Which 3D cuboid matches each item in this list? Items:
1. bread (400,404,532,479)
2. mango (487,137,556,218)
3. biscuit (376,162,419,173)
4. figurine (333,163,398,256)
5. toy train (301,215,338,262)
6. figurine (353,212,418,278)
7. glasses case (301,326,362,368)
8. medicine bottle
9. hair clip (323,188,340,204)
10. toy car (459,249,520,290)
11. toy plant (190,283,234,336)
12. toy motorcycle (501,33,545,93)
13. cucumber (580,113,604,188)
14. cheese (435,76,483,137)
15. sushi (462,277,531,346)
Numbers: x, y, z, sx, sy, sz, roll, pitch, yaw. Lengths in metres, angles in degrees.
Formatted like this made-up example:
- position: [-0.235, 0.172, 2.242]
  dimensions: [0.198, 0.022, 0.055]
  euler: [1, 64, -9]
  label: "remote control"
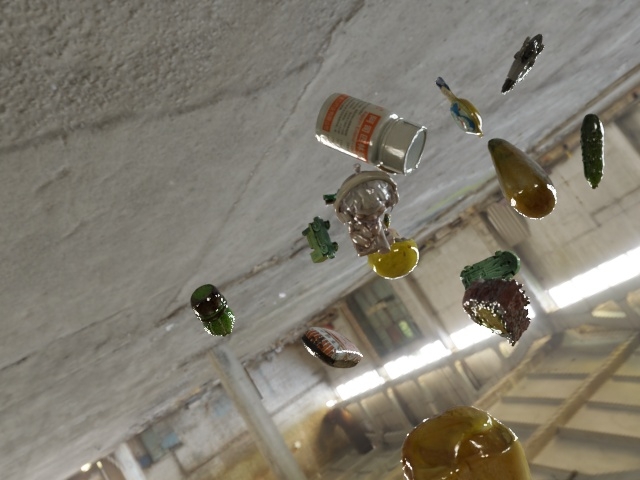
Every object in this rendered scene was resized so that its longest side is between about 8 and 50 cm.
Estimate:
- position: [0.410, 0.676, 1.653]
  dimensions: [0.361, 0.394, 0.250]
  euler: [-26, -163, -12]
  label: "bread"
- position: [0.661, -0.211, 1.895]
  dimensions: [0.146, 0.316, 0.193]
  euler: [-44, 155, 29]
  label: "mango"
- position: [0.266, -0.354, 2.171]
  dimensions: [0.259, 0.259, 0.079]
  euler: [-25, 161, -39]
  label: "biscuit"
- position: [0.113, -0.078, 1.389]
  dimensions: [0.163, 0.141, 0.236]
  euler: [-17, 135, -9]
  label: "figurine"
- position: [0.000, 0.000, 1.502]
  dimensions: [0.050, 0.122, 0.081]
  euler: [-4, 156, -44]
  label: "toy train"
- position: [0.245, -0.008, 2.230]
  dimensions: [0.215, 0.343, 0.187]
  euler: [-9, 145, -31]
  label: "figurine"
- position: [0.032, 0.266, 1.408]
  dimensions: [0.067, 0.103, 0.267]
  euler: [-53, 157, 0]
  label: "glasses case"
- position: [0.124, -0.261, 1.395]
  dimensions: [0.144, 0.252, 0.144]
  euler: [-52, 156, -34]
  label: "medicine bottle"
- position: [0.094, -0.125, 1.626]
  dimensions: [0.173, 0.049, 0.049]
  euler: [-6, 170, 0]
  label: "hair clip"
- position: [0.506, 0.094, 1.687]
  dimensions: [0.186, 0.093, 0.058]
  euler: [-31, 158, 32]
  label: "toy car"
- position: [-0.294, 0.202, 1.583]
  dimensions: [0.093, 0.162, 0.092]
  euler: [-15, -145, 11]
  label: "toy plant"
- position: [0.712, -0.624, 2.003]
  dimensions: [0.152, 0.073, 0.225]
  euler: [-47, 166, -35]
  label: "toy motorcycle"
- position: [0.820, -0.268, 1.715]
  dimensions: [0.069, 0.227, 0.069]
  euler: [-4, -178, 0]
  label: "cucumber"
- position: [0.509, -0.485, 2.084]
  dimensions: [0.069, 0.270, 0.177]
  euler: [-37, 180, 3]
  label: "cheese"
- position: [0.416, 0.148, 1.373]
  dimensions: [0.107, 0.161, 0.241]
  euler: [-51, 139, -11]
  label: "sushi"
